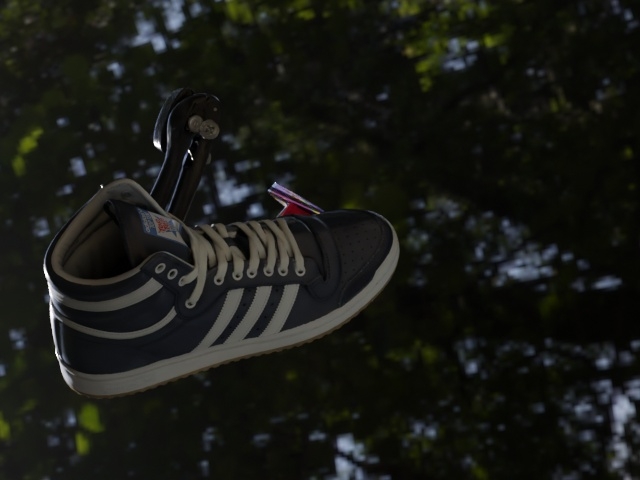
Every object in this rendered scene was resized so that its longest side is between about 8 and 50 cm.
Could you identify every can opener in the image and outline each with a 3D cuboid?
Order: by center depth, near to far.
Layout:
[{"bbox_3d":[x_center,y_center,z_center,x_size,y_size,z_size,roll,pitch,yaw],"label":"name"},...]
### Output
[{"bbox_3d":[-0.149,-0.069,1.555,0.059,0.073,0.186,16,-95,-26],"label":"can opener"}]

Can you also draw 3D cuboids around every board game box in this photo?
[{"bbox_3d":[0.000,0.000,1.381,0.133,0.168,0.033,35,-95,-4],"label":"board game box"}]

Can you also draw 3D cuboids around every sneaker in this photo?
[{"bbox_3d":[-0.072,0.012,1.106,0.153,0.282,0.099,83,161,-48],"label":"sneaker"}]
